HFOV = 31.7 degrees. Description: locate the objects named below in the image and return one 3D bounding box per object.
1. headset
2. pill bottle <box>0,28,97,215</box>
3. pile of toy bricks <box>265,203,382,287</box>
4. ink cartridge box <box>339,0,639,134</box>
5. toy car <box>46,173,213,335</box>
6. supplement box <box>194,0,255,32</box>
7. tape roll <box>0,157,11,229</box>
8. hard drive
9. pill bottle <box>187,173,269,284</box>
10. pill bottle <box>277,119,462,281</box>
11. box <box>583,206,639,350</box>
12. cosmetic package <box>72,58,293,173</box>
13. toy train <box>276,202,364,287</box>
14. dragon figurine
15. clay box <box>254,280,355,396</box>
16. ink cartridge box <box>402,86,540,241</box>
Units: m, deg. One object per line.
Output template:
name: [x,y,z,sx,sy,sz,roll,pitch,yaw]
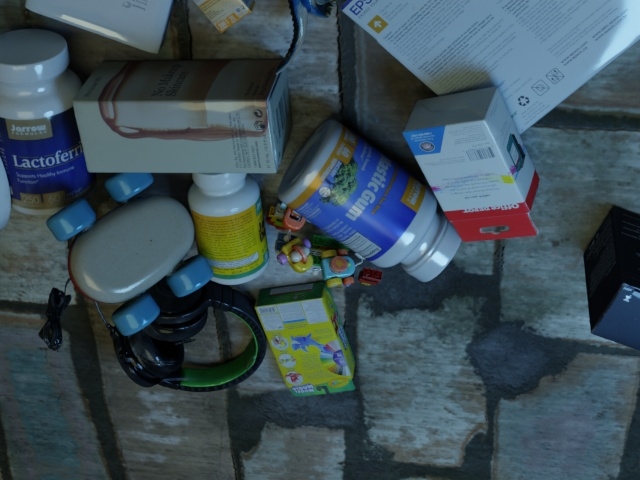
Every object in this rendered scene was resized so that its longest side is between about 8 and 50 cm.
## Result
headset: [-0.284,0.168,1.961,0.394,0.185,0.243,20,128,-18]
pill bottle: [-0.439,-0.183,1.751,0.153,0.153,0.264,4,127,8]
pile of toy bricks: [0.006,0.019,1.859,0.212,0.118,0.105,13,161,-10]
ink cartridge box: [0.254,-0.331,1.561,0.330,0.071,0.324,39,126,-17]
toy car: [-0.327,0.015,1.835,0.219,0.210,0.238,58,159,-11]
supplement box: [-0.150,-0.360,1.638,0.062,0.036,0.098,-30,115,27]
tape roll: [-0.615,-0.116,1.785,0.286,0.100,0.286,27,134,32]
hard drive: [-0.294,-0.441,1.604,0.210,0.040,0.318,19,127,-4]
pill bottle: [-0.151,-0.042,1.823,0.118,0.117,0.208,1,126,10]
pill bottle: [0.083,-0.053,1.747,0.272,0.152,0.152,33,125,-14]
box: [0.497,0.066,1.721,0.153,0.207,0.108,20,127,-4]
cosmetic package: [-0.202,-0.189,1.705,0.296,0.153,0.129,0,124,9]
toy train: [0.000,0.000,1.781,0.166,0.125,0.046,30,159,-4]
dragon figurine: [-0.033,-0.382,1.569,0.144,0.085,0.289,28,126,-10]
clay box: [-0.021,0.179,2.001,0.128,0.053,0.222,-8,125,16]
ink cartridge box: [0.232,-0.106,1.660,0.134,0.078,0.231,-5,133,33]
